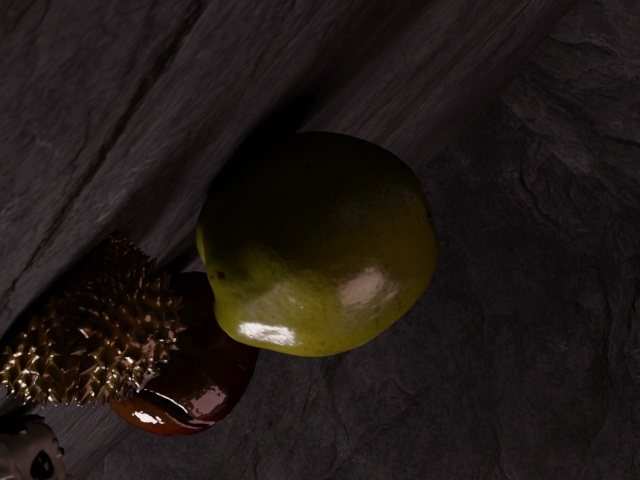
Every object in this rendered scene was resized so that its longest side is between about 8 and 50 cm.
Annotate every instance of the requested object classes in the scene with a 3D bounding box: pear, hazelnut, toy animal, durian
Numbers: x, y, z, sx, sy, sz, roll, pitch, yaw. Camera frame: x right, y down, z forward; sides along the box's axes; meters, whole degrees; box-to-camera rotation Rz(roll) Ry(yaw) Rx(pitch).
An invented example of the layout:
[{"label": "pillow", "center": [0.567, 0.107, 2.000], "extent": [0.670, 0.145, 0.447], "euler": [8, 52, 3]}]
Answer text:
[{"label": "pear", "center": [0.000, 0.000, 1.370], "extent": [0.294, 0.294, 0.294], "euler": [-43, 176, -4]}, {"label": "hazelnut", "center": [-0.206, 0.153, 1.606], "extent": [0.234, 0.218, 0.218], "euler": [-62, -178, -20]}, {"label": "toy animal", "center": [-0.430, 0.350, 1.582], "extent": [0.204, 0.156, 0.208], "euler": [-39, 179, -1]}, {"label": "durian", "center": [-0.242, 0.115, 1.228], "extent": [0.183, 0.138, 0.250], "euler": [-51, -173, -39]}]
